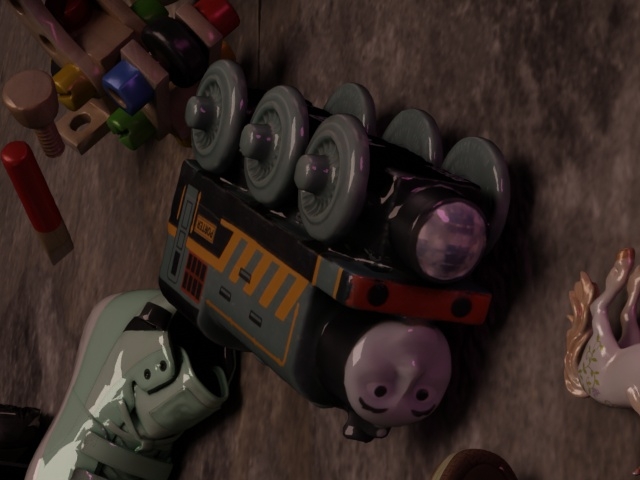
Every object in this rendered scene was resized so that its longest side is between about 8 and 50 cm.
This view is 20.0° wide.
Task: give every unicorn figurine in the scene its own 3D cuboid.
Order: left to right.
[{"bbox_3d":[0.168,0.063,0.904,0.162,0.060,0.111,179,110,-78],"label":"unicorn figurine"}]

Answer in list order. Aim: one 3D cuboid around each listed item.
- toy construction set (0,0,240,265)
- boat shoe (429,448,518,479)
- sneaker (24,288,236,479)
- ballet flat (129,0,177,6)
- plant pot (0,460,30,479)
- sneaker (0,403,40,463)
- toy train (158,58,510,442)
[{"bbox_3d":[-0.175,-0.115,1.498,0.237,0.257,0.309,76,-149,-53],"label":"toy construction set"},{"bbox_3d":[0.063,0.207,0.978,0.072,0.068,0.190,148,136,-65],"label":"boat shoe"},{"bbox_3d":[-0.138,0.151,1.337,0.151,0.094,0.256,-15,60,54],"label":"sneaker"},{"bbox_3d":[-0.082,-0.285,1.559,0.248,0.086,0.086,-56,30,21],"label":"ballet flat"},{"bbox_3d":[-0.337,0.298,1.513,0.188,0.187,0.167,-99,29,-43],"label":"plant pot"},{"bbox_3d":[-0.323,0.210,1.640,0.271,0.100,0.108,-35,54,54],"label":"sneaker"},{"bbox_3d":[0.000,0.000,1.166,0.334,0.142,0.190,32,112,60],"label":"toy train"}]
